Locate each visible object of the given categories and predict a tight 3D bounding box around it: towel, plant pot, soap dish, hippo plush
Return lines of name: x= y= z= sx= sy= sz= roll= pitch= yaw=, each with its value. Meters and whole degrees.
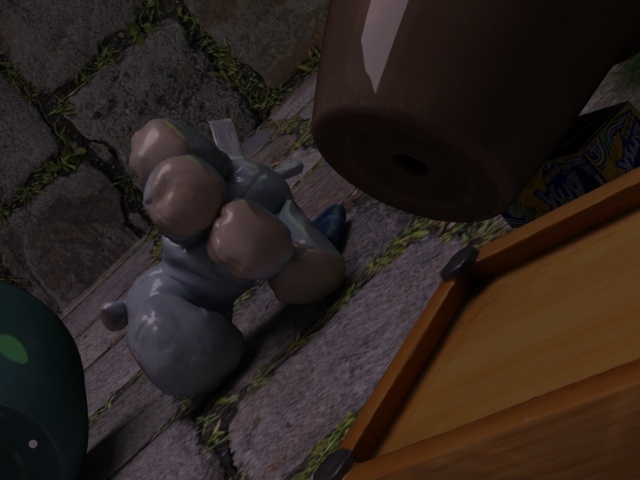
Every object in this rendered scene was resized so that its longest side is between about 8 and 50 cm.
towel: x=0.000 y=0.000 z=1.568 sx=0.067 sy=0.029 sz=0.119 roll=-40 pitch=11 yaw=17
plant pot: x=0.099 y=-0.146 z=0.999 sx=0.263 sy=0.263 sz=0.229 roll=-22 pitch=40 yaw=62
soap dish: x=0.138 y=0.061 z=0.623 sx=0.291 sy=0.118 sz=0.229 roll=-30 pitch=17 yaw=46
plant pot: x=-0.382 y=0.210 z=1.511 sx=0.293 sy=0.293 sz=0.235 roll=-44 pitch=25 yaw=-2
hippo plush: x=-0.141 y=0.020 z=1.448 sx=0.236 sy=0.234 sz=0.294 roll=-52 pitch=29 yaw=15

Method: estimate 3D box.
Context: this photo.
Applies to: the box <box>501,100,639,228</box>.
box: x=0.184 y=-0.054 z=1.052 sx=0.059 sy=0.054 sz=0.169 roll=-46 pitch=11 yaw=-18
